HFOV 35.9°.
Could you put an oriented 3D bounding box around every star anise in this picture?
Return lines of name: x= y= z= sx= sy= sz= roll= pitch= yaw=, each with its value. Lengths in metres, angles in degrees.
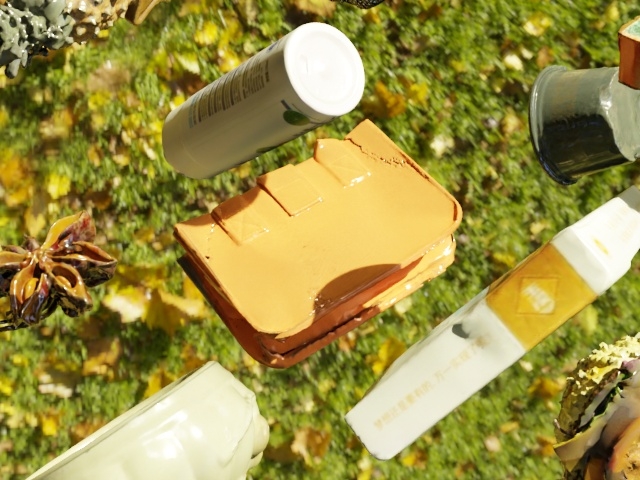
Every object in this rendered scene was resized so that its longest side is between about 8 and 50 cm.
star anise: x=-0.427 y=0.052 z=1.527 sx=0.220 sy=0.190 sz=0.126 roll=-16 pitch=151 yaw=-16

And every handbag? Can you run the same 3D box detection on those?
handbag: x=0.000 y=0.000 z=1.613 sx=0.410 sy=0.303 sz=0.116 roll=-30 pitch=148 yaw=-21

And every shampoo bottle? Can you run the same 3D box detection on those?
shampoo bottle: x=-0.081 y=-0.126 z=1.010 sx=0.092 sy=0.092 sz=0.303 roll=23 pitch=155 yaw=-30

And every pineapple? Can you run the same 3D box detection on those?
pineapple: x=-0.250 y=-0.216 z=0.916 sx=0.108 sy=0.198 sz=0.108 roll=13 pitch=131 yaw=15

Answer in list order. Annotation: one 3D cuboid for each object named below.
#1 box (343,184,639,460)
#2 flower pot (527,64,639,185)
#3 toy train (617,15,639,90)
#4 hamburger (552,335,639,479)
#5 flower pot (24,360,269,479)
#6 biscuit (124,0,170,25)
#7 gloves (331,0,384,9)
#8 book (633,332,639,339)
box: x=0.099 y=0.028 z=0.467 sx=0.122 sy=0.032 sz=0.220 roll=-43 pitch=169 yaw=22
flower pot: x=0.347 y=-0.151 z=1.248 sx=0.157 sy=0.106 sz=0.158 roll=3 pitch=86 yaw=-45
toy train: x=0.371 y=-0.193 z=0.916 sx=0.176 sy=0.118 sz=0.074 roll=-38 pitch=139 yaw=-23
hamburger: x=0.375 y=0.226 z=1.181 sx=0.261 sy=0.139 sz=0.243 roll=-38 pitch=123 yaw=-4
flower pot: x=-0.175 y=0.312 z=1.160 sx=0.307 sy=0.307 sz=0.244 roll=-32 pitch=90 yaw=6
biscuit: x=-0.189 y=-0.361 z=1.188 sx=0.034 sy=0.182 sz=0.215 roll=26 pitch=106 yaw=15
gloves: x=0.008 y=-0.335 z=1.033 sx=0.106 sy=0.129 sz=0.181 roll=-31 pitch=140 yaw=2
book: x=0.547 y=0.293 z=1.712 sx=0.026 sy=0.289 sz=0.201 roll=-23 pitch=92 yaw=41
